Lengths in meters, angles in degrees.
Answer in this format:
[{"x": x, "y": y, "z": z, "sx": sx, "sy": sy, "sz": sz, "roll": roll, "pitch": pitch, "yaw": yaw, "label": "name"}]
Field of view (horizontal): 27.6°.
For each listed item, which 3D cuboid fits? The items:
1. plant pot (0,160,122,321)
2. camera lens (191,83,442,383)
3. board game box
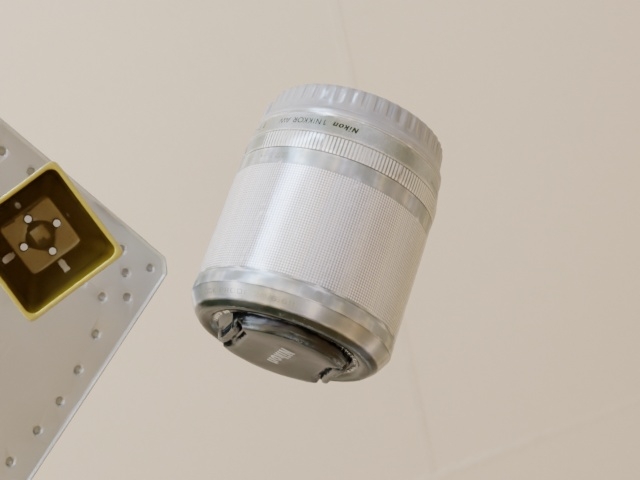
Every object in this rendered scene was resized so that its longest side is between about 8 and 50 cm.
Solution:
[{"x": -0.198, "y": -0.001, "z": 0.929, "sx": 0.081, "sy": 0.083, "sz": 0.081, "roll": -37, "pitch": -80, "yaw": -8, "label": "plant pot"}, {"x": 0.000, "y": 0.000, "z": 1.393, "sx": 0.219, "sy": 0.219, "sz": 0.274, "roll": 32, "pitch": -114, "yaw": -30, "label": "camera lens"}, {"x": -0.397, "y": 0.067, "z": 1.310, "sx": 0.390, "sy": 0.050, "sz": 0.390, "roll": 43, "pitch": -111, "yaw": -30, "label": "board game box"}]
